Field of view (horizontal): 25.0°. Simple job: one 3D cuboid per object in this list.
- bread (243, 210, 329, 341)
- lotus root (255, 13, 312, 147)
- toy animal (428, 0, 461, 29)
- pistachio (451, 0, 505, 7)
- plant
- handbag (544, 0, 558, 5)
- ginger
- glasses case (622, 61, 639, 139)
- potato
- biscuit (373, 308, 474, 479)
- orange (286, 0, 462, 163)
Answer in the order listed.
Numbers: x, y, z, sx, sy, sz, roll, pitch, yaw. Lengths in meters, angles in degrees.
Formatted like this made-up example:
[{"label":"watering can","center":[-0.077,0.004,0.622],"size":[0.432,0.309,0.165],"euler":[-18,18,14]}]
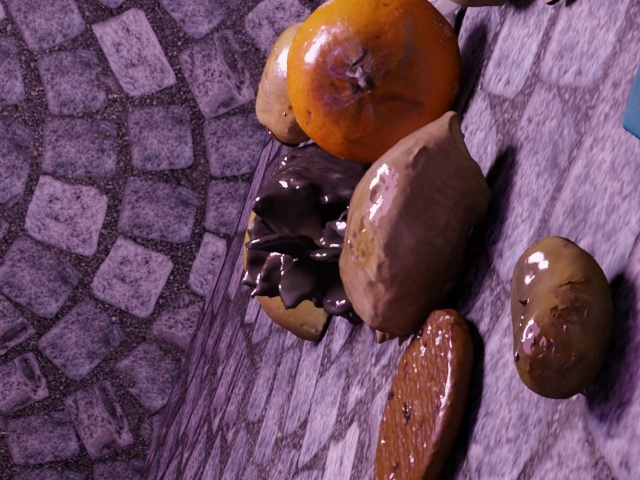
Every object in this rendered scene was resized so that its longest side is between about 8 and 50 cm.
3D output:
[{"label":"bread","center":[-0.039,0.004,2.134],"size":[0.158,0.156,0.260],"euler":[-159,88,-79]},{"label":"lotus root","center":[-0.014,-0.229,1.912],"size":[0.125,0.118,0.221],"euler":[41,116,46]},{"label":"toy animal","center":[0.092,-0.285,1.987],"size":[0.282,0.140,0.138],"euler":[-148,63,-78]},{"label":"pistachio","center":[0.178,-0.332,1.626],"size":[0.129,0.131,0.206],"euler":[-28,20,7]},{"label":"plant","center":[0.000,0.000,1.860],"size":[0.276,0.199,0.188],"euler":[-84,9,-65]},{"label":"handbag","center":[0.243,-0.436,1.374],"size":[0.237,0.160,0.358],"euler":[-26,46,67]},{"label":"ginger","center":[0.093,-0.005,1.488],"size":[0.138,0.152,0.267],"euler":[48,119,45]},{"label":"glasses case","center":[0.266,-0.085,0.869],"size":[0.301,0.070,0.117],"euler":[-110,33,-72]},{"label":"potato","center":[0.178,0.058,1.068],"size":[0.138,0.070,0.091],"euler":[-80,11,-47]},{"label":"biscuit","center":[0.101,0.166,1.400],"size":[0.212,0.036,0.212],"euler":[-163,90,-79]},{"label":"orange","center":[0.064,-0.200,1.763],"size":[0.170,0.224,0.224],"euler":[-40,-27,-72]}]
